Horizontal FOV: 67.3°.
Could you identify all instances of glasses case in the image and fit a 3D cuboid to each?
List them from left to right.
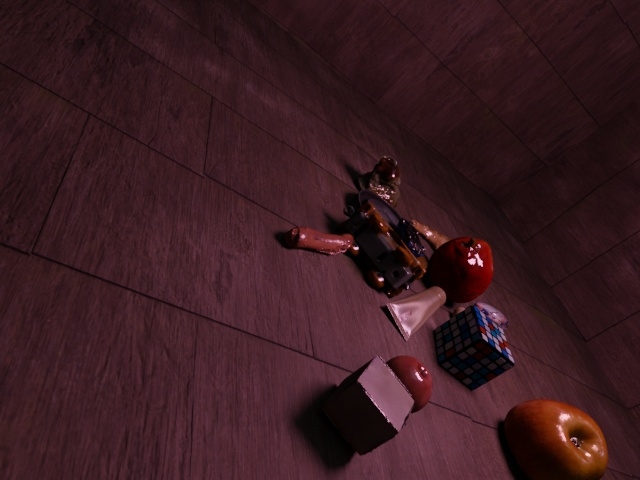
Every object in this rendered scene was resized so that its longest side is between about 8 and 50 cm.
[{"bbox_3d":[0.741,0.331,2.083,0.125,0.076,0.327,32,2,31],"label":"glasses case"}]

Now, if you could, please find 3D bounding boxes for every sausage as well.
[{"bbox_3d":[0.001,0.000,1.536,0.304,0.078,0.078,9,46,-49],"label":"sausage"}]

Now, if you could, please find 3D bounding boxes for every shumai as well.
[{"bbox_3d":[0.312,-0.269,2.205,0.222,0.203,0.271,54,24,12],"label":"shumai"}]

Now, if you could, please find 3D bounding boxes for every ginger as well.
[{"bbox_3d":[0.544,-0.013,2.336,0.294,0.086,0.131,31,39,-13],"label":"ginger"}]

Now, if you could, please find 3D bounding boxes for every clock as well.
[{"bbox_3d":[0.259,-0.074,2.010,0.325,0.067,0.325,34,30,-23],"label":"clock"}]

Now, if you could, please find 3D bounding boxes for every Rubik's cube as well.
[{"bbox_3d":[0.533,0.373,1.681,0.182,0.187,0.184,39,30,-16],"label":"Rubik's cube"}]

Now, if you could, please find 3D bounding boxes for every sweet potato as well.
[{"bbox_3d":[0.421,0.087,2.022,0.077,0.077,0.243,47,28,0],"label":"sweet potato"}]

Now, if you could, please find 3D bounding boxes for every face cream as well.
[{"bbox_3d":[0.348,0.244,1.717,0.341,0.084,0.137,-16,75,-53],"label":"face cream"}]

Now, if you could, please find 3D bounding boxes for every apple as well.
[{"bbox_3d":[0.236,0.386,1.307,0.153,0.120,0.153,35,28,-22],"label":"apple"},{"bbox_3d":[0.768,0.654,1.557,0.301,0.301,0.302,35,30,-23],"label":"apple"}]

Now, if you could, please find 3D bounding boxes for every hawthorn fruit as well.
[{"bbox_3d":[0.590,0.102,1.981,0.265,0.307,0.265,7,44,-7],"label":"hawthorn fruit"}]

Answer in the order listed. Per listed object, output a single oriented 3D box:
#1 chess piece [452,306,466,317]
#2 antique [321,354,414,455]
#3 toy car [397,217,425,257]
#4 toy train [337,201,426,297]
[{"bbox_3d":[0.614,0.338,1.956,0.170,0.094,0.094,39,28,-8],"label":"chess piece"},{"bbox_3d":[0.106,0.378,1.099,0.147,0.148,0.152,52,27,7],"label":"antique"},{"bbox_3d":[0.354,-0.011,1.921,0.103,0.063,0.216,37,23,-23],"label":"toy car"},{"bbox_3d":[0.214,0.019,1.732,0.369,0.163,0.231,52,19,10],"label":"toy train"}]
